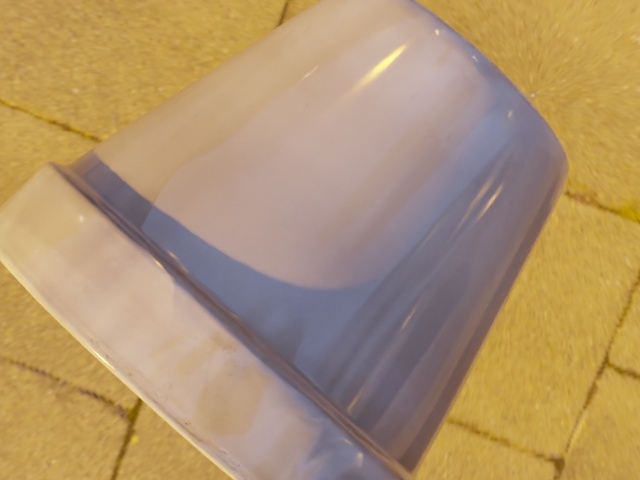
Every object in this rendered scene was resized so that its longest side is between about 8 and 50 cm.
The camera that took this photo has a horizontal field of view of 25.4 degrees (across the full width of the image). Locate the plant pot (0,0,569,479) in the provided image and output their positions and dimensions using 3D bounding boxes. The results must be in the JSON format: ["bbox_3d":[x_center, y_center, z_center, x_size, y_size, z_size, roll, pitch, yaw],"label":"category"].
[{"bbox_3d":[0.000,0.000,0.908,0.323,0.323,0.280,43,86,2],"label":"plant pot"}]
